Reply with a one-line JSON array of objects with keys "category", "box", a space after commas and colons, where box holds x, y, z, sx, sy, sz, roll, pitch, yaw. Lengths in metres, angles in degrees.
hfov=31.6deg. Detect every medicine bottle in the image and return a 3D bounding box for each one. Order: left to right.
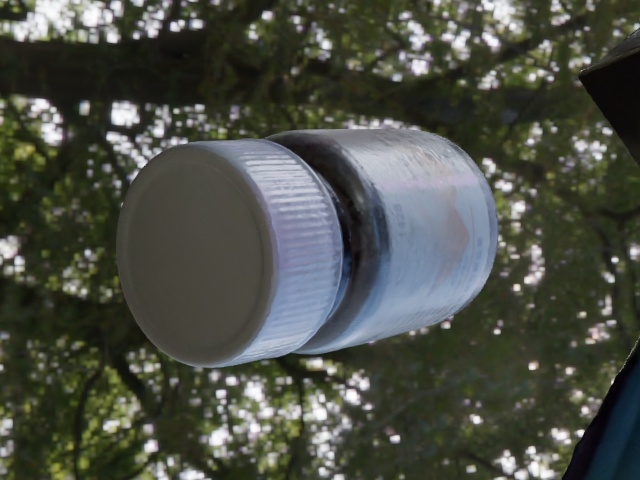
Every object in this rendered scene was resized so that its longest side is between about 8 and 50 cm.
[{"category": "medicine bottle", "box": [0.000, 0.000, 0.832, 0.165, 0.273, 0.165, 5, -81, 37]}]

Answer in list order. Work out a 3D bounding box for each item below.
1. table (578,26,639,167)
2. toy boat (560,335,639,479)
[{"category": "table", "box": [0.379, -0.105, 0.743, 0.250, 0.282, 0.196, 55, -18, -7]}, {"category": "toy boat", "box": [0.164, 0.139, 0.582, 0.079, 0.392, 0.136, 24, -36, 21]}]
